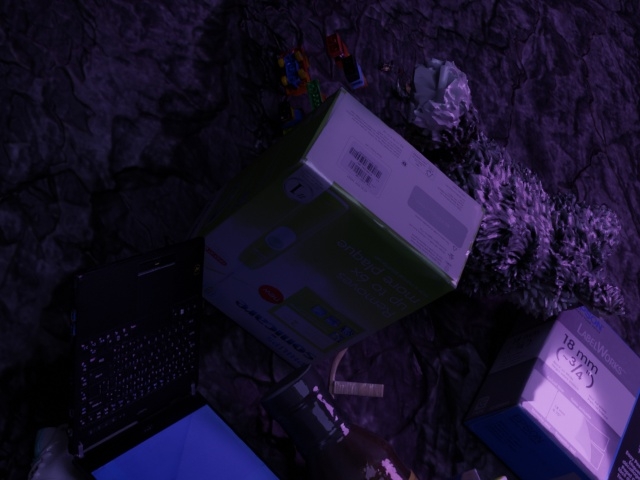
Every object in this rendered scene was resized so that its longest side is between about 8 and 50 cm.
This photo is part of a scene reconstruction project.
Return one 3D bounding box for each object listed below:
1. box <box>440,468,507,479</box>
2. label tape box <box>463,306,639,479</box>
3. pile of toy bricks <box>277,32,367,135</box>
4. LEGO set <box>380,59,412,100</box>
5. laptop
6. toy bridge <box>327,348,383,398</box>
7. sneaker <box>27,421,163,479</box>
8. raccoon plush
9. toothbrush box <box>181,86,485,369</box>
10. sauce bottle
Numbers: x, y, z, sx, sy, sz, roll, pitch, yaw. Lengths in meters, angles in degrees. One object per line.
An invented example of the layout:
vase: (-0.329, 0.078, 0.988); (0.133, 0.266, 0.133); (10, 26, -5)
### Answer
box: (0.195, 0.350, 1.275); (0.042, 0.109, 0.178); (-15, 77, -37)
label tape box: (0.361, 0.193, 1.486); (0.240, 0.106, 0.333); (45, 49, -10)
pile of toy bricks: (0.015, -0.154, 1.422); (0.105, 0.118, 0.212); (47, 27, -53)
LEGO set: (0.117, -0.219, 1.578); (0.054, 0.023, 0.083); (-12, 61, -42)
laptop: (-0.122, 0.148, 1.064); (0.234, 0.137, 0.264); (-21, 117, -67)
toy bridge: (0.040, 0.171, 1.276); (0.063, 0.026, 0.188); (5, 82, -5)
sneaker: (-0.248, 0.221, 1.040); (0.094, 0.080, 0.212); (53, 37, 7)
raccoon plush: (0.235, -0.026, 1.287); (0.299, 0.446, 0.216); (8, 77, 4)
toothbrush box: (0.000, 0.000, 1.193); (0.206, 0.283, 0.122); (39, 50, -15)
sauce bottle: (0.063, 0.288, 1.201); (0.111, 0.111, 0.344); (-37, 95, -43)
